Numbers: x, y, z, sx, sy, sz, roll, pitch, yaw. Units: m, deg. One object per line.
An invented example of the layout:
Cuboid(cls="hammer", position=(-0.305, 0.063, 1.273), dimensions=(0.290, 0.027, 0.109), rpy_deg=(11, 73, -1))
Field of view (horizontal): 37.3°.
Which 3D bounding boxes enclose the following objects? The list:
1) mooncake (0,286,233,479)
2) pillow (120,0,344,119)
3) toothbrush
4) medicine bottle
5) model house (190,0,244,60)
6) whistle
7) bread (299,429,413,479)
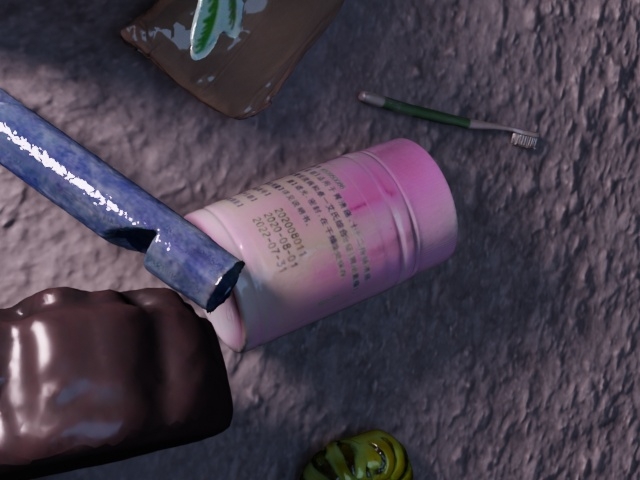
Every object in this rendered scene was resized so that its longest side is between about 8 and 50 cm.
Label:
Cuboid(cls="mooncake", position=(-0.220, 0.129, 0.830), dimensions=(0.283, 0.283, 0.141), rpy_deg=(-4, 74, -26))
Cuboid(cls="pillow", position=(-0.062, -0.257, 0.970), dimensions=(0.173, 0.067, 0.270), rpy_deg=(40, 78, -30))
Cuboid(cls="toothbrush", position=(0.156, -0.142, 1.118), dimensions=(0.257, 0.018, 0.024), rpy_deg=(10, 98, -28))
Cuboid(cls="medicine bottle", position=(0.000, 0.000, 0.984), dimensions=(0.254, 0.152, 0.152), rpy_deg=(-22, 105, -23))
Cuboid(cls="model house", position=(-0.219, -0.297, 0.783), dimensions=(0.324, 0.300, 0.340), rpy_deg=(-34, 110, -28))
Cuboid(cls="whistle", position=(-0.205, -0.043, 0.860), dimensions=(0.304, 0.062, 0.062), rpy_deg=(35, 79, 9))
Cuboid(cls="bread", position=(0.044, 0.283, 1.086), dimensions=(0.139, 0.071, 0.130), rpy_deg=(8, 97, -27))
